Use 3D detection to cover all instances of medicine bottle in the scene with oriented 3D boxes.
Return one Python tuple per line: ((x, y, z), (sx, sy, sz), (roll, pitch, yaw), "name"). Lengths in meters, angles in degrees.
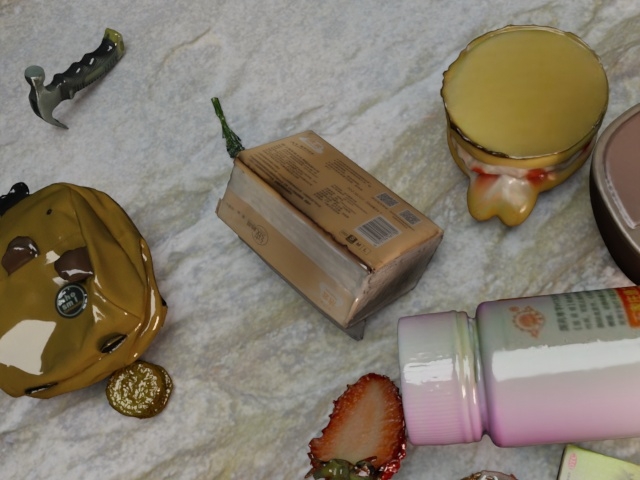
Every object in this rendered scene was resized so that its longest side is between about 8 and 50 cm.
((0.315, 0.191, 1.276), (0.388, 0.219, 0.219), (-8, 69, 9), "medicine bottle")

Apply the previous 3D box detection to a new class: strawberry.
((0.081, 0.304, 1.335), (0.167, 0.087, 0.208), (-3, 34, 39), "strawberry")

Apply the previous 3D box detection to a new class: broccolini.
((-0.173, -0.215, 1.623), (0.035, 0.030, 0.140), (-18, 63, -5), "broccolini")

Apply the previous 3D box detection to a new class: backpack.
((-0.454, 0.080, 1.471), (0.353, 0.201, 0.378), (-35, 60, 4), "backpack")

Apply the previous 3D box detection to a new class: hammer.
((-0.466, -0.318, 1.672), (0.041, 0.158, 0.226), (30, 59, 18), "hammer")

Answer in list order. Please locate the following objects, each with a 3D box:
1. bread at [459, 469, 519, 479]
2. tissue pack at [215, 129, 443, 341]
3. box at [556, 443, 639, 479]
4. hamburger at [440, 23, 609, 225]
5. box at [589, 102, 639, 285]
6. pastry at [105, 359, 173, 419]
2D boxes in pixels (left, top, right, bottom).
((0.246, 0.416, 1.265), (0.160, 0.073, 0.160), (-11, 46, 11), "bread")
((0.000, 0.000, 1.434), (0.305, 0.238, 0.238), (40, 82, 21), "tissue pack")
((0.411, 0.444, 1.249), (0.175, 0.062, 0.260), (14, 74, 15), "box")
((0.328, -0.183, 1.425), (0.261, 0.186, 0.302), (3, 61, 11), "hamburger")
((0.556, -0.053, 1.320), (0.301, 0.216, 0.301), (-4, 68, 10), "box")
((-0.305, 0.249, 1.461), (0.109, 0.057, 0.097), (-10, 70, 9), "pastry")
